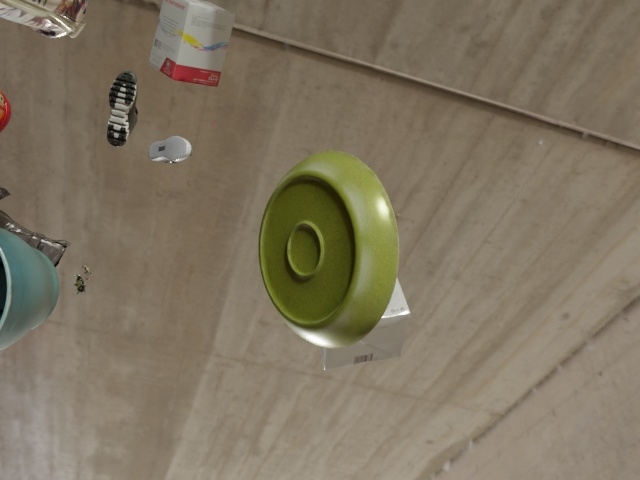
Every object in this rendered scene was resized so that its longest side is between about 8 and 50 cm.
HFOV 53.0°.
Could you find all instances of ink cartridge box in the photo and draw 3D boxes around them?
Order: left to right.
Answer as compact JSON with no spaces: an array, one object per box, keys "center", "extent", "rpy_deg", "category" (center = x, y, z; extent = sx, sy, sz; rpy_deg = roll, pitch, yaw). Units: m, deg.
[{"center":[-0.297,-0.466,1.485],"extent":[0.128,0.127,0.176],"rpy_deg":[39,-61,41],"category":"ink cartridge box"}]

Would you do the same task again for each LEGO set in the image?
[{"center":[-0.566,0.097,1.533],"extent":[0.083,0.054,0.023],"rpy_deg":[-35,168,24],"category":"LEGO set"}]

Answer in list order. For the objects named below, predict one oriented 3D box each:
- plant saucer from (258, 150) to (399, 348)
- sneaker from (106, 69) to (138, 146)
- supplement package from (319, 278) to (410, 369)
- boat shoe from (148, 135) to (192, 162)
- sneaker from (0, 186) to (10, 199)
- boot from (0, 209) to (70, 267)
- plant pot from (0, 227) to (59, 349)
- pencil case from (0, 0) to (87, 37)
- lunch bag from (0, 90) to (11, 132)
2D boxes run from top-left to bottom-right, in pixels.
[{"center":[-0.007,0.011,0.771],"extent":[0.241,0.037,0.240],"rpy_deg":[1,-89,48],"category":"plant saucer"},{"center":[-0.600,-0.409,1.966],"extent":[0.106,0.078,0.234],"rpy_deg":[-84,-171,-68],"category":"sneaker"},{"center":[0.080,0.147,1.598],"extent":[0.198,0.200,0.262],"rpy_deg":[92,-14,-49],"category":"supplement package"},{"center":[-0.284,-0.173,1.247],"extent":[0.142,0.040,0.049],"rpy_deg":[7,-95,47],"category":"boat shoe"},{"center":[-0.684,-0.052,1.227],"extent":[0.051,0.089,0.170],"rpy_deg":[-14,-137,46],"category":"sneaker"},{"center":[-0.749,0.055,1.506],"extent":[0.263,0.229,0.091],"rpy_deg":[-50,-163,6],"category":"boot"},{"center":[-0.637,0.094,1.206],"extent":[0.255,0.272,0.271],"rpy_deg":[35,68,-83],"category":"plant pot"},{"center":[-0.602,-0.498,1.230],"extent":[0.160,0.183,0.410],"rpy_deg":[-29,-177,10],"category":"pencil case"},{"center":[-0.732,-0.220,1.131],"extent":[0.293,0.258,0.120],"rpy_deg":[-47,174,-2],"category":"lunch bag"}]
